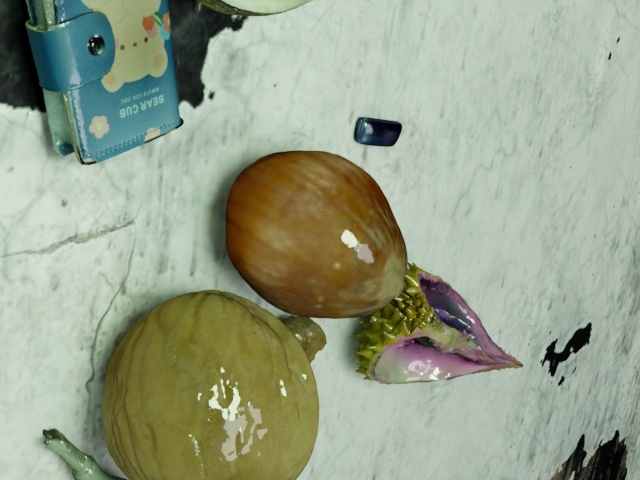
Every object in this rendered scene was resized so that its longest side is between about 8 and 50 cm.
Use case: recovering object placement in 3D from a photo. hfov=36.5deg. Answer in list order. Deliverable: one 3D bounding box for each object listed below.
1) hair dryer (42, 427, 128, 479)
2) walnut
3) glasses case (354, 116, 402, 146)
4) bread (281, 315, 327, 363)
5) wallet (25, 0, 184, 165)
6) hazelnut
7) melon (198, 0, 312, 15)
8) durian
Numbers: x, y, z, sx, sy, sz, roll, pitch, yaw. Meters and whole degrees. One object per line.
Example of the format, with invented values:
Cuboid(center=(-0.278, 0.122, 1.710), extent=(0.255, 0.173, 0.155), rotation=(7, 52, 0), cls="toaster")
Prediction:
Cuboid(center=(-0.237, 0.328, 1.037), extent=(0.267, 0.092, 0.229), rotation=(27, 92, -39), cls="hair dryer")
Cuboid(center=(-0.110, 0.158, 0.976), extent=(0.228, 0.228, 0.228), rotation=(-27, 127, -41), cls="walnut")
Cuboid(center=(0.075, -0.133, 1.204), extent=(0.083, 0.023, 0.034), rotation=(-2, 108, -50), cls="glasses case")
Cuboid(center=(-0.045, 0.139, 1.167), extent=(0.113, 0.060, 0.082), rotation=(-60, 143, -13), cls="bread")
Cuboid(center=(-0.186, -0.177, 0.833), extent=(0.141, 0.059, 0.202), rotation=(-34, 133, -44), cls="wallet")
Cuboid(center=(0.000, 0.000, 1.036), extent=(0.214, 0.214, 0.176), rotation=(23, 103, -53), cls="hazelnut")
Cuboid(center=(-0.075, -0.253, 0.919), extent=(0.182, 0.054, 0.098), rotation=(-42, 129, -46), cls="melon")
Cuboid(center=(0.131, 0.132, 1.330), extent=(0.186, 0.154, 0.260), rotation=(-40, 142, 0), cls="durian")
